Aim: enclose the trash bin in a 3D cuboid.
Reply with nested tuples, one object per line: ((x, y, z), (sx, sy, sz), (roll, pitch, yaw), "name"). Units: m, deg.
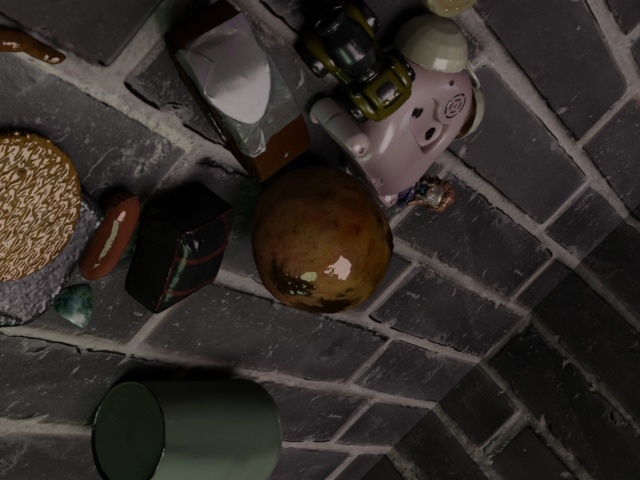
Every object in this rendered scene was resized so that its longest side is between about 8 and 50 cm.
((-0.293, 0.461, 2.109), (0.432, 0.280, 0.280), (15, 120, -51), "trash bin")

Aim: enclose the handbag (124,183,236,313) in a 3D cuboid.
((-0.260, 0.013, 1.675), (0.169, 0.155, 0.215), (-25, 148, -49), "handbag")

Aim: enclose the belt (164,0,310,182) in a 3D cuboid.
((-0.133, -0.232, 1.431), (0.122, 0.217, 0.338), (-37, 148, -7), "belt")

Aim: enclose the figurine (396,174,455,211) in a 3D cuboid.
((0.235, -0.126, 2.069), (0.157, 0.114, 0.126), (22, 89, -32), "figurine")

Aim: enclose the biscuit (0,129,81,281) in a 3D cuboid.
((-0.489, -0.049, 1.379), (0.254, 0.035, 0.253), (-19, 122, -34), "biscuit")

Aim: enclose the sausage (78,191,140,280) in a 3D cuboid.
((-0.378, -0.006, 1.596), (0.077, 0.077, 0.194), (-3, 135, -46), "sausage")

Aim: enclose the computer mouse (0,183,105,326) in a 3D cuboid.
((-0.496, 0.018, 1.491), (0.295, 0.087, 0.168), (-55, 136, -5), "computer mouse")

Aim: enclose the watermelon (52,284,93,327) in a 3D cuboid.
((-0.476, 0.122, 1.697), (0.085, 0.085, 0.061), (-27, 176, -22), "watermelon")

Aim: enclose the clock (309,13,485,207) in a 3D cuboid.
((0.175, -0.262, 1.794), (0.326, 0.184, 0.342), (-44, 155, -3), "clock")

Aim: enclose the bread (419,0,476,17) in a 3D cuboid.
((0.206, -0.483, 1.559), (0.134, 0.141, 0.148), (-44, 148, 13), "bread")

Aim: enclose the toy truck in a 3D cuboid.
((0.069, -0.310, 1.553), (0.147, 0.224, 0.165), (-39, -168, 4), "toy truck")

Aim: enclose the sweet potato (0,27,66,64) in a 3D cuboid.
((-0.429, -0.272, 1.228), (0.179, 0.044, 0.044), (-8, 137, -53), "sweet potato")

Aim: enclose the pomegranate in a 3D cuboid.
((0.000, 0.000, 1.803), (0.322, 0.322, 0.322), (-28, 147, -20), "pomegranate")
